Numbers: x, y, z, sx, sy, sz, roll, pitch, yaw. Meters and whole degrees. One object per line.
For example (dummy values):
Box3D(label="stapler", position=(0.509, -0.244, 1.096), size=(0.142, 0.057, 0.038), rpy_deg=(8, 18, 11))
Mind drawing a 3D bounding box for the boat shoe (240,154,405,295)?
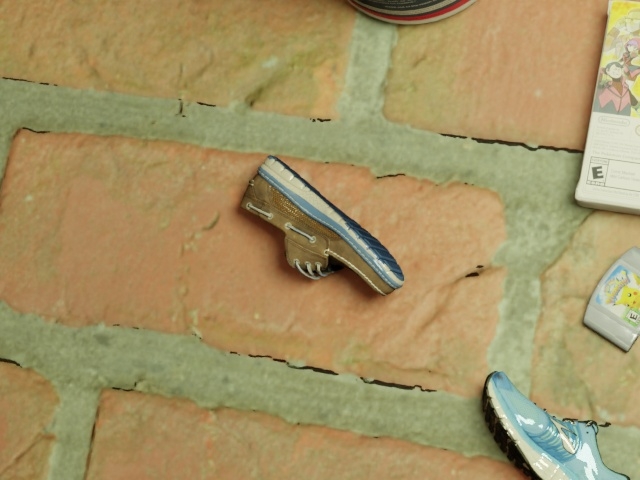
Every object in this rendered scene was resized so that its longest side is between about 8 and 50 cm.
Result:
Box3D(label="boat shoe", position=(0.000, 0.000, 1.428), size=(0.183, 0.066, 0.066), rpy_deg=(42, 98, 27))

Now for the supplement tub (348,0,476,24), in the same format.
Box3D(label="supplement tub", position=(0.062, -0.313, 1.350), size=(0.191, 0.272, 0.191), rpy_deg=(-2, 80, 14))

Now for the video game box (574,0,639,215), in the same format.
Box3D(label="video game box", position=(0.340, -0.108, 1.358), size=(0.205, 0.048, 0.187), rpy_deg=(10, 85, 16))

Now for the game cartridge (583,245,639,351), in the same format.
Box3D(label="game cartridge", position=(0.271, 0.049, 1.367), size=(0.056, 0.017, 0.083), rpy_deg=(33, 90, 21))

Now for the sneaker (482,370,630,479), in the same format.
Box3D(label="sneaker", position=(0.205, 0.175, 1.350), size=(0.073, 0.063, 0.162), rpy_deg=(-38, 77, -12))
